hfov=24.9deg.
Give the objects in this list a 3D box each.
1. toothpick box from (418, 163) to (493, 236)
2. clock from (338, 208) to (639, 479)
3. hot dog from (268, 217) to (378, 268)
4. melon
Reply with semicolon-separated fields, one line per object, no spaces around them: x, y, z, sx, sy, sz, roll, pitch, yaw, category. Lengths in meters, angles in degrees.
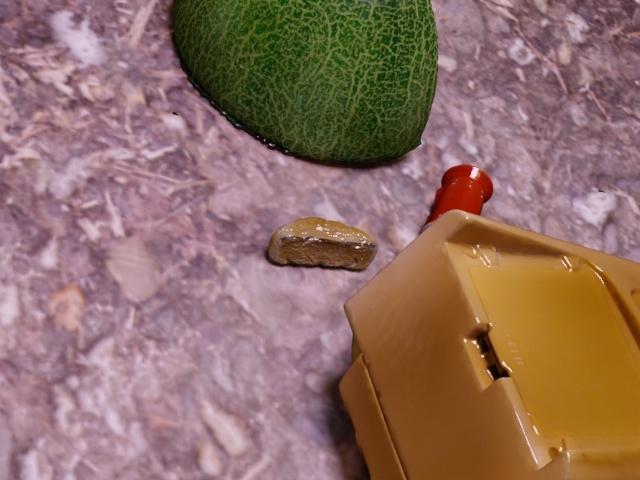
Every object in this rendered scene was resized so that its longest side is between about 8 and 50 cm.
0.113;-0.023;1.196;0.047;0.047;0.083;28;44;-3;toothpick box
0.188;0.125;1.023;0.317;0.200;0.244;7;52;-34;clock
0.000;0.000;1.127;0.090;0.030;0.034;4;43;-25;hot dog
-0.022;-0.187;1.179;0.265;0.169;0.129;45;47;15;melon
